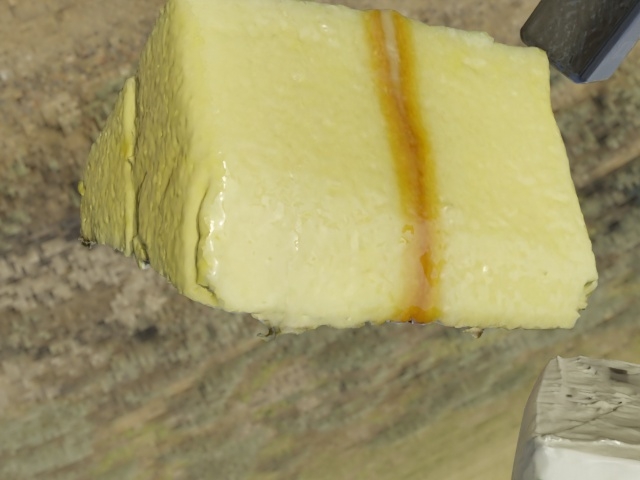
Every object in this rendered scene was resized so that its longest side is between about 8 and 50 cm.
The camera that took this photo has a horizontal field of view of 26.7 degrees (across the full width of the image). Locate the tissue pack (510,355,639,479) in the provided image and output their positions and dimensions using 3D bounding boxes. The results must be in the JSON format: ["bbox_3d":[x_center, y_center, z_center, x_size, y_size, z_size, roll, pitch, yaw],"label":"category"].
[{"bbox_3d":[0.224,0.290,1.006,0.194,0.356,0.266,8,-169,11],"label":"tissue pack"}]

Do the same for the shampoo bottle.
[{"bbox_3d":[0.276,-0.250,1.147,0.246,0.079,0.080,-55,162,26],"label":"shampoo bottle"}]

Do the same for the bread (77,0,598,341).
[{"bbox_3d":[0.000,0.000,0.833,0.264,0.198,0.236,6,155,-26],"label":"bread"}]
